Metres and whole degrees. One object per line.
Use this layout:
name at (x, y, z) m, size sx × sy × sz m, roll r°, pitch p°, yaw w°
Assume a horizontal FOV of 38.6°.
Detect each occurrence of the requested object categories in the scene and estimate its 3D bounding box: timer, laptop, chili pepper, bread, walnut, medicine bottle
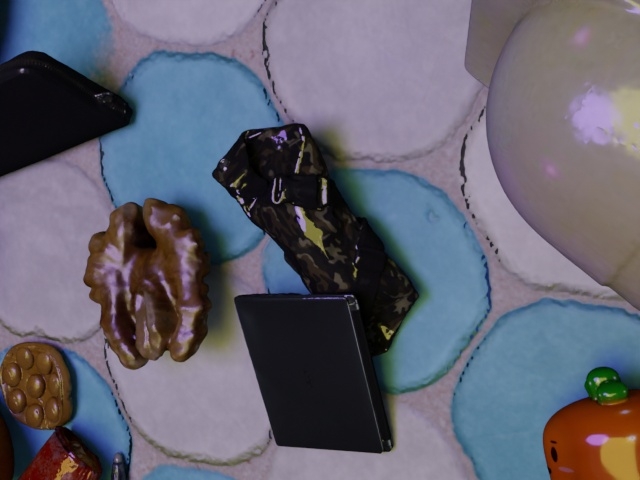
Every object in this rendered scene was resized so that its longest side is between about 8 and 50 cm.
timer at (0.247, 0.165, 0.752) m, size 0.136 × 0.099 × 0.136 m, roll 2°, pitch 100°, yaw 11°
laptop at (-0.006, 0.129, 0.881) m, size 0.129 × 0.016 × 0.180 m, roll -2°, pitch 116°, yaw 25°
chili pepper at (-0.314, 0.302, 1.037) m, size 0.084 × 0.086 × 0.192 m, roll 32°, pitch 101°, yaw -4°
bread at (-0.327, 0.168, 1.056) m, size 0.110 × 0.024 × 0.110 m, roll 4°, pitch 99°, yaw 25°
walnut at (-0.169, 0.044, 0.933) m, size 0.143 × 0.069 × 0.170 m, roll -10°, pitch 83°, yaw 25°
medicine bottle at (0.269, -0.061, 0.633) m, size 0.406 × 0.236 × 0.235 m, roll 39°, pitch 111°, yaw 14°

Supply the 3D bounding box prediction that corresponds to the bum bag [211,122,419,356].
bum bag at (0.001, -0.001, 0.857) m, size 0.102 × 0.069 × 0.248 m, roll -34°, pitch 98°, yaw 11°

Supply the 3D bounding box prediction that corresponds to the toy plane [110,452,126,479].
toy plane at (-0.224, 0.371, 1.007) m, size 0.192 × 0.088 × 0.262 m, roll -2°, pitch 95°, yaw -3°

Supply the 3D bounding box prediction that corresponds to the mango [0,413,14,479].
mango at (-0.432, 0.230, 1.043) m, size 0.120 × 0.151 × 0.221 m, roll -56°, pitch 44°, yaw 28°

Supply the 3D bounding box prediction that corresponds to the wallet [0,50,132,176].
wallet at (-0.330, -0.124, 0.951) m, size 0.250 × 0.149 × 0.044 m, roll -17°, pitch 65°, yaw 28°
